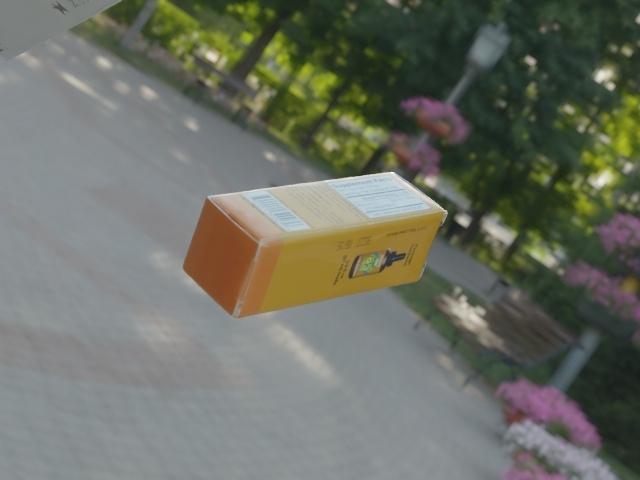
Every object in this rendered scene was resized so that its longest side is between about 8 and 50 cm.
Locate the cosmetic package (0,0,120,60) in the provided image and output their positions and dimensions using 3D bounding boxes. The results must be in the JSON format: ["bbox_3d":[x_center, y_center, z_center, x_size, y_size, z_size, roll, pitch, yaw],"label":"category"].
[{"bbox_3d":[-0.271,-0.303,1.321,0.217,0.156,0.385,40,-18,-17],"label":"cosmetic package"}]

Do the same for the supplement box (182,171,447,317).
[{"bbox_3d":[0.000,0.000,1.256,0.233,0.078,0.080,-7,38,-44],"label":"supplement box"}]
